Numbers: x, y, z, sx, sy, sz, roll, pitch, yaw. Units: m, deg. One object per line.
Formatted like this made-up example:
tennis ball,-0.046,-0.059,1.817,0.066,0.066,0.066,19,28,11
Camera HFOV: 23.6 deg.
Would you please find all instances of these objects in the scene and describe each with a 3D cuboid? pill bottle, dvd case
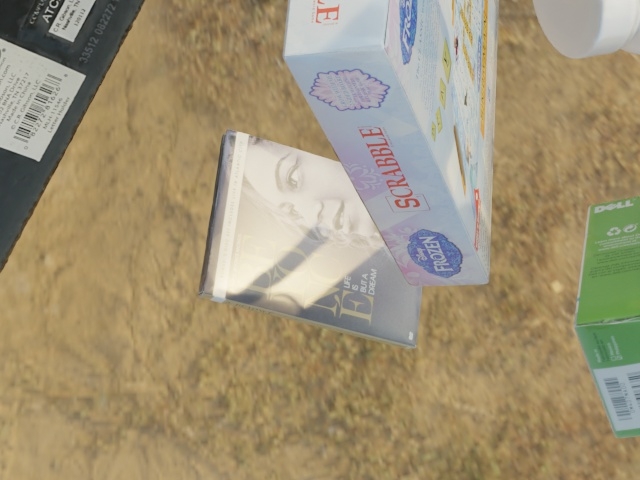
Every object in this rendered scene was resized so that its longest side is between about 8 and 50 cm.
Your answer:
pill bottle,0.365,-0.276,1.540,0.283,0.161,0.161,-14,116,-20
dvd case,0.000,0.000,1.447,0.221,0.018,0.164,15,69,-21

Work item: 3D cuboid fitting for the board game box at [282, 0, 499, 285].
board game box,0.063,-0.176,1.056,0.066,0.318,0.318,-3,152,16

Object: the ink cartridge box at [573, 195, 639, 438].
ink cartridge box,0.240,0.037,1.150,0.062,0.209,0.109,-11,122,21

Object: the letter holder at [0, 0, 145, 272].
letter holder,-0.268,-0.101,0.925,0.152,0.214,0.301,20,104,-46
